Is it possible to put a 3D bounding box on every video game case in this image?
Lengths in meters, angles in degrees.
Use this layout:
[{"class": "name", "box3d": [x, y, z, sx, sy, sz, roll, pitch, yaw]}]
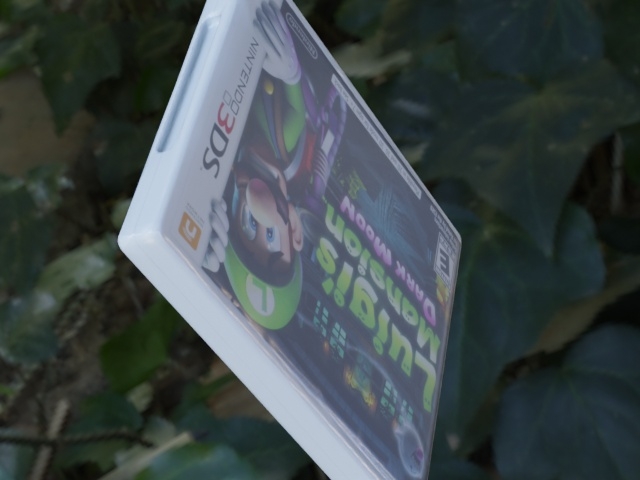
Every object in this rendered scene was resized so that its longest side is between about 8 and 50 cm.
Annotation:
[{"class": "video game case", "box3d": [0.000, 0.000, 0.609, 0.022, 0.190, 0.173, -17, 39, 29]}]
